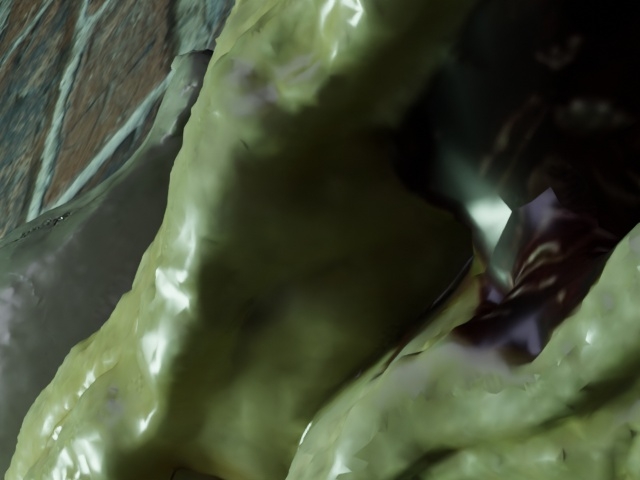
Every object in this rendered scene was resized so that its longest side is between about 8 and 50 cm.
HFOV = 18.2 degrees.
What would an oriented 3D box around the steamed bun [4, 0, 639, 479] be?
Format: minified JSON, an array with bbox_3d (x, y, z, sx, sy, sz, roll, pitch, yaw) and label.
[{"bbox_3d":[0.044,0.057,0.541,0.428,0.247,0.189,-59,0,32],"label":"steamed bun"}]

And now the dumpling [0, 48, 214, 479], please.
[{"bbox_3d":[-0.101,0.104,0.843,0.260,0.181,0.341,115,148,-74],"label":"dumpling"}]
